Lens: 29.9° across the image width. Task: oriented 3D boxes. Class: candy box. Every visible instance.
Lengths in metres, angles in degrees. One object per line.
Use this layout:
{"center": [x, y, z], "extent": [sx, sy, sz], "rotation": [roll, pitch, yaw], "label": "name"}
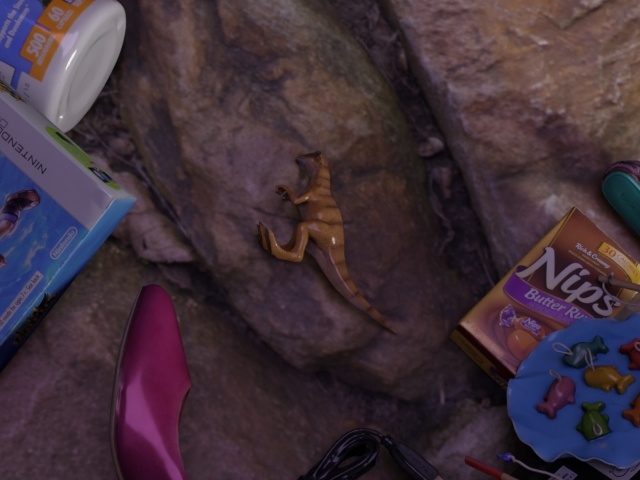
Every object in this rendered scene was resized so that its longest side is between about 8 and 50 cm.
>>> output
{"center": [0.234, 0.066, 1.216], "extent": [0.109, 0.053, 0.186], "rotation": [43, 69, 10], "label": "candy box"}

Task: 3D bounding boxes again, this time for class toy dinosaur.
{"center": [0.000, 0.000, 1.202], "extent": [0.112, 0.064, 0.212], "rotation": [-12, 72, -13], "label": "toy dinosaur"}

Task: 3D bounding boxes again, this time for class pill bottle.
{"center": [-0.346, -0.230, 1.194], "extent": [0.272, 0.152, 0.152], "rotation": [28, 68, 2], "label": "pill bottle"}

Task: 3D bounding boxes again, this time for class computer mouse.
{"center": [0.068, 0.302, 1.103], "extent": [0.184, 0.060, 0.262], "rotation": [-42, 68, -15], "label": "computer mouse"}

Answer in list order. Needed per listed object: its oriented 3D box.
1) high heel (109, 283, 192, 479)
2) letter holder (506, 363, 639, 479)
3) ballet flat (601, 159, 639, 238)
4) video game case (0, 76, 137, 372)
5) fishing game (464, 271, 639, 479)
{"center": [-0.095, 0.226, 1.074], "extent": [0.181, 0.127, 0.377], "rotation": [0, 82, -4], "label": "high heel"}
{"center": [0.335, 0.243, 1.120], "extent": [0.302, 0.214, 0.152], "rotation": [-38, 38, -19], "label": "letter holder"}
{"center": [0.381, 0.004, 1.255], "extent": [0.079, 0.077, 0.221], "rotation": [-22, 73, -35], "label": "ballet flat"}
{"center": [-0.344, -0.015, 1.098], "extent": [0.244, 0.061, 0.269], "rotation": [41, 99, 9], "label": "video game case"}
{"center": [0.257, 0.130, 1.089], "extent": [0.189, 0.041, 0.264], "rotation": [20, 56, 44], "label": "fishing game"}
